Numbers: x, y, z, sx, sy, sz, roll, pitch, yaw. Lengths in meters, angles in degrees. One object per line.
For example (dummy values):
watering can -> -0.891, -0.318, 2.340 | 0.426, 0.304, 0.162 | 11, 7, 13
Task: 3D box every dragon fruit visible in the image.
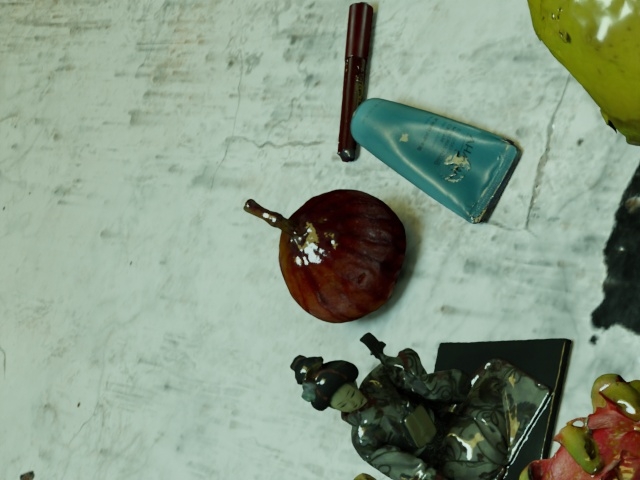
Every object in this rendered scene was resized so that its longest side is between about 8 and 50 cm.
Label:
dragon fruit -> 0.223, 0.173, 1.363 | 0.150, 0.133, 0.207 | -15, 36, 17

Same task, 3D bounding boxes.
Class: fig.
fig -> 0.014, -0.001, 1.734 | 0.128, 0.150, 0.128 | -22, 19, 8

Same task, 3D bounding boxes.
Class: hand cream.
hand cream -> 0.099, -0.085, 1.749 | 0.224, 0.048, 0.083 | 30, 91, 50

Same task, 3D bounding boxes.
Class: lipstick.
lipstick -> 0.034, -0.160, 1.889 | 0.027, 0.027, 0.176 | -19, 57, 46

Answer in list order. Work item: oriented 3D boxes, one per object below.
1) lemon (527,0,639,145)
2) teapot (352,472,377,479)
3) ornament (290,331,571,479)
lemon -> 0.280, -0.223, 1.418 | 0.253, 0.253, 0.310 | 22, 100, 55
teapot -> -0.022, 0.315, 1.573 | 0.203, 0.167, 0.311 | 46, 130, 29
ornament -> 0.071, 0.134, 1.516 | 0.153, 0.196, 0.166 | -8, 64, 51
